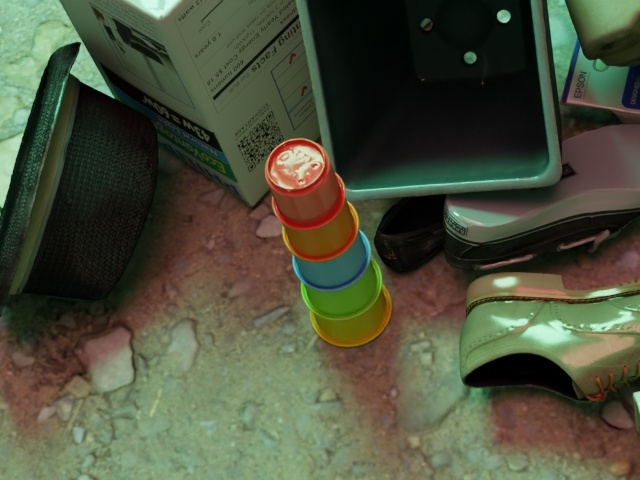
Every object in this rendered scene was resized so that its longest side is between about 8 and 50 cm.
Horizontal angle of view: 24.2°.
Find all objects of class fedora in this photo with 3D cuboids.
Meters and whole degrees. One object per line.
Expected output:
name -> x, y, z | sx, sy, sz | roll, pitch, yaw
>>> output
fedora -> -0.275, -0.052, 1.702 | 0.152, 0.334, 0.334 | 16, 60, -14

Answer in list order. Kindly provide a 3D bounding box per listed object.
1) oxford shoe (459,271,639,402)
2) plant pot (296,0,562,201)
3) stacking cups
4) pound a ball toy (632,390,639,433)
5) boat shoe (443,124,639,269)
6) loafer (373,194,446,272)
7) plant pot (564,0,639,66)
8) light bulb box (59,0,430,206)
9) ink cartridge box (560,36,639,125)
oxford shoe -> 0.310, 0.116, 1.520 | 0.348, 0.123, 0.130 | -1, 53, 24
plant pot -> 0.137, -0.207, 1.618 | 0.247, 0.248, 0.252 | -4, 21, 16
stacking cups -> 0.000, 0.000, 1.544 | 0.096, 0.316, 0.096 | -7, 58, 11
pound a ball toy -> 0.479, 0.211, 1.420 | 0.319, 0.136, 0.208 | -12, 58, 6
boat shoe -> 0.277, -0.036, 1.625 | 0.306, 0.105, 0.113 | -20, 50, -17
loafer -> 0.153, -0.052, 1.678 | 0.223, 0.078, 0.076 | -38, 60, -11
plant pot -> 0.362, -0.363, 1.600 | 0.333, 0.334, 0.306 | -12, 82, 5
light bulb box -> -0.085, -0.300, 1.711 | 0.225, 0.361, 0.358 | 34, 72, 29
ink cartridge box -> 0.473, -0.188, 1.695 | 0.370, 0.069, 0.176 | 10, 64, 15
